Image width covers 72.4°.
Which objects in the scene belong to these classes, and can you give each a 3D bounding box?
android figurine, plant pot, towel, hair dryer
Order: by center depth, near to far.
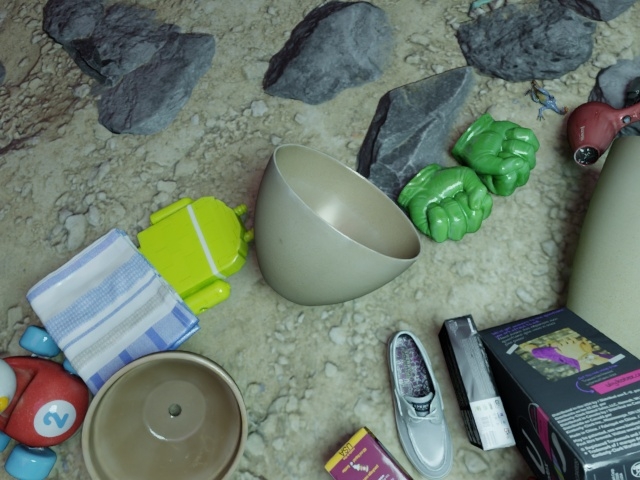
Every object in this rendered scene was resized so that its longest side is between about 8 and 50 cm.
[{"bbox_3d":[0.484,0.029,0.628,0.256,0.256,0.274,29,103,19],"label":"plant pot"},{"bbox_3d":[-0.238,0.289,0.700,0.237,0.110,0.237,1,87,-13],"label":"plant pot"},{"bbox_3d":[0.000,0.000,0.737,0.284,0.284,0.191,47,118,22],"label":"plant pot"},{"bbox_3d":[0.531,-0.228,0.745,0.293,0.223,0.080,-40,98,-4],"label":"hair dryer"},{"bbox_3d":[-0.374,0.121,0.780,0.209,0.034,0.285,-41,66,-19],"label":"towel"},{"bbox_3d":[-0.254,0.020,0.861,0.273,0.056,0.248,-30,66,0],"label":"android figurine"}]

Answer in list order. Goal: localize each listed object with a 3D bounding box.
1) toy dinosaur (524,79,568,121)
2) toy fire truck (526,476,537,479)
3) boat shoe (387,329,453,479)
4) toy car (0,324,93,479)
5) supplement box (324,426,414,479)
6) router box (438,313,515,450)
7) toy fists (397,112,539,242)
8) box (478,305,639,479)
[{"bbox_3d":[0.456,-0.283,0.870,0.082,0.047,0.090,30,65,1],"label":"toy dinosaur"},{"bbox_3d":[0.331,0.401,0.574,0.217,0.158,0.246,37,89,21],"label":"toy fire truck"},{"bbox_3d":[0.150,0.251,0.684,0.079,0.081,0.227,-14,66,4],"label":"boat shoe"},{"bbox_3d":[-0.525,0.256,0.715,0.210,0.238,0.219,18,73,16],"label":"toy car"},{"bbox_3d":[0.102,0.371,0.632,0.081,0.104,0.188,-43,68,-9],"label":"supplement box"},{"bbox_3d":[0.227,0.213,0.658,0.046,0.133,0.179,-14,67,5],"label":"router box"},{"bbox_3d":[0.281,-0.115,0.802,0.279,0.096,0.142,-42,69,-9],"label":"toy fists"},{"bbox_3d":[0.325,0.223,0.544,0.143,0.270,0.165,-17,105,3],"label":"box"}]
